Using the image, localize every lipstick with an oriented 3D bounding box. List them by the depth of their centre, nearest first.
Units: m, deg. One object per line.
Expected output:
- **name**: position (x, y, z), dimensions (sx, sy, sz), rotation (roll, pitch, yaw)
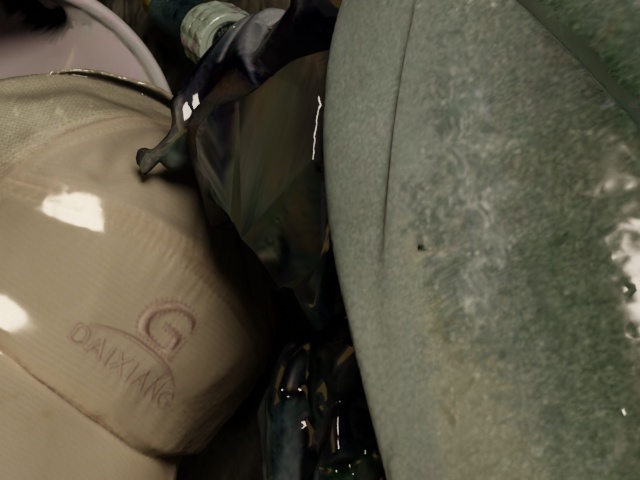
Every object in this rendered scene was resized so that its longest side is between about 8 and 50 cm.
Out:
- **lipstick**: position (-0.066, -0.113, 0.877), dimensions (0.116, 0.037, 0.037), rotation (38, 117, 60)

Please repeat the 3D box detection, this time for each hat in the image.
- **hat**: position (-0.097, 0.047, 0.720), dimensions (0.164, 0.219, 0.226), rotation (-39, 32, 16)

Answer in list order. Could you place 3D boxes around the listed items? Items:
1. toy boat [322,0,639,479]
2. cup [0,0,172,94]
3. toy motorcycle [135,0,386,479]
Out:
- **toy boat**: position (0.076, 0.006, 0.554), dimensions (0.141, 0.092, 0.320), rotation (-20, 66, 14)
- **cup**: position (-0.239, -0.066, 0.979), dimensions (0.317, 0.212, 0.212), rotation (26, 108, 57)
- **toy motorcycle**: position (0.000, 0.000, 0.684), dimensions (0.159, 0.106, 0.270), rotation (-13, 74, 55)
